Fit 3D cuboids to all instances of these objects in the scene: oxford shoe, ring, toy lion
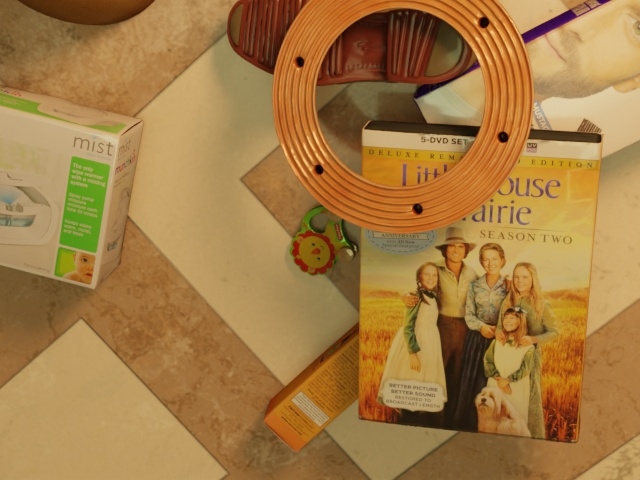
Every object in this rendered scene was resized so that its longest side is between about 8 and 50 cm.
[{"bbox_3d":[0.045,-0.260,1.538,0.348,0.130,0.123,14,102,22],"label":"oxford shoe"},{"bbox_3d":[0.099,-0.176,1.437,0.337,0.032,0.336,3,99,20],"label":"ring"},{"bbox_3d":[0.000,0.000,1.668,0.096,0.034,0.100,-9,105,17],"label":"toy lion"}]

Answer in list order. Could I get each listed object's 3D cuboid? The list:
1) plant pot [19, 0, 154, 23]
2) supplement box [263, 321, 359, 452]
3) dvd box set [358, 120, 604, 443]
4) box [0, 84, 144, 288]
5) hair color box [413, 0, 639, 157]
[{"bbox_3d":[-0.329,-0.382,1.477,0.237,0.254,0.237,2,106,7],"label":"plant pot"},{"bbox_3d":[0.024,0.202,1.698,0.080,0.078,0.233,43,107,-6],"label":"supplement box"},{"bbox_3d":[0.204,0.057,1.537,0.308,0.062,0.420,5,110,12],"label":"dvd box set"},{"bbox_3d":[-0.404,-0.085,1.642,0.262,0.127,0.231,15,109,3],"label":"box"},{"bbox_3d":[0.314,-0.190,1.532,0.339,0.110,0.185,-27,101,12],"label":"hair color box"}]
